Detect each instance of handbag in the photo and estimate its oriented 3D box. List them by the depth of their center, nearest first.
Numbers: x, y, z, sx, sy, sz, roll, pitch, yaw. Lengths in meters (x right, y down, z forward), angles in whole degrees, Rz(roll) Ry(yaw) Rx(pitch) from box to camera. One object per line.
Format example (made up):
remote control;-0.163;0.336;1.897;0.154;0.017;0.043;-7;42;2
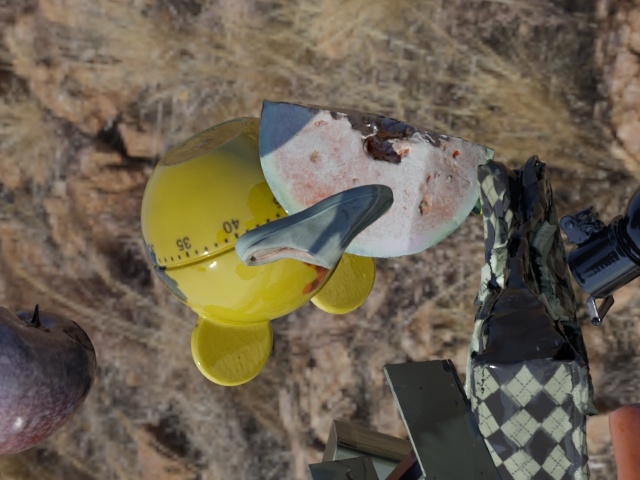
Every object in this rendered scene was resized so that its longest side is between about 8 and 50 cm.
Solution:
handbag;0.254;0.115;1.400;0.416;0.180;0.317;-76;-20;-53

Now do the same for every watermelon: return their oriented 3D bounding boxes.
watermelon;0.059;-0.084;1.536;0.175;0.321;0.188;-98;24;-82

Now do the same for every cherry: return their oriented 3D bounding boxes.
cherry;-0.324;0.147;1.164;0.140;0.176;0.176;31;119;35

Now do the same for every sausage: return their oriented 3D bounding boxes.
sausage;0.596;0.427;2.023;0.113;0.113;0.259;127;149;-50

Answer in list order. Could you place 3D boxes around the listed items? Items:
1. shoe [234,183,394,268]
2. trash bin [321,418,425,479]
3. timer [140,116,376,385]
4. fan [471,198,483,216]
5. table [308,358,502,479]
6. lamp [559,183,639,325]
shoe;0.000;0.000;1.287;0.079;0.195;0.078;82;170;-74
trash bin;0.115;0.399;1.735;0.122;0.240;0.164;-99;25;-80
timer;-0.109;0.005;1.823;0.376;0.376;0.387;12;130;64
fan;0.229;-0.077;1.682;0.155;0.039;0.082;163;85;-78
table;0.066;0.190;0.723;0.146;0.062;0.175;-61;41;47
lamp;0.462;0.003;1.696;0.172;0.147;0.227;50;130;-2
